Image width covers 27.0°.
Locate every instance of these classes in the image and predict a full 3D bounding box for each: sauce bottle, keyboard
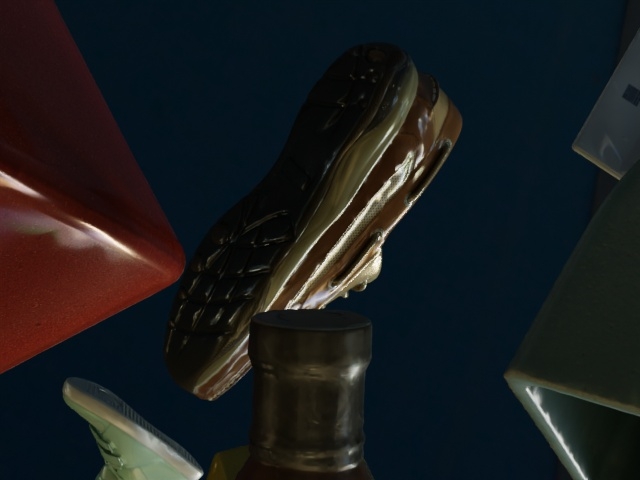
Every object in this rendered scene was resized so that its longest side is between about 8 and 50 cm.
[{"bbox_3d":[-0.013,0.213,0.771,0.111,0.111,0.344,2,-85,16],"label":"sauce bottle"},{"bbox_3d":[0.301,-0.130,1.252,0.072,0.256,0.014,30,-48,7],"label":"keyboard"}]

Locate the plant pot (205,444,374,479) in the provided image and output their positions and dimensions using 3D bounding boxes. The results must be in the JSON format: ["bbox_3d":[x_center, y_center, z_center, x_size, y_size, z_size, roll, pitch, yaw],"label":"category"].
[{"bbox_3d":[-0.051,0.371,1.662,0.187,0.212,0.212,11,-69,-21],"label":"plant pot"}]

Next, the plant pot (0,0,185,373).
[{"bbox_3d":[-0.263,-0.054,0.733,0.267,0.236,0.267,-28,-100,-3],"label":"plant pot"}]

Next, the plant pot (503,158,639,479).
[{"bbox_3d":[0.302,0.052,0.863,0.247,0.252,0.247,14,-21,31],"label":"plant pot"}]

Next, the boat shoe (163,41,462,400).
[{"bbox_3d":[0.000,0.000,1.072,0.120,0.122,0.324,28,-74,-33],"label":"boat shoe"}]

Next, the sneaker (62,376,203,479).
[{"bbox_3d":[-0.296,0.308,1.859,0.151,0.094,0.256,-46,-60,-2],"label":"sneaker"}]
